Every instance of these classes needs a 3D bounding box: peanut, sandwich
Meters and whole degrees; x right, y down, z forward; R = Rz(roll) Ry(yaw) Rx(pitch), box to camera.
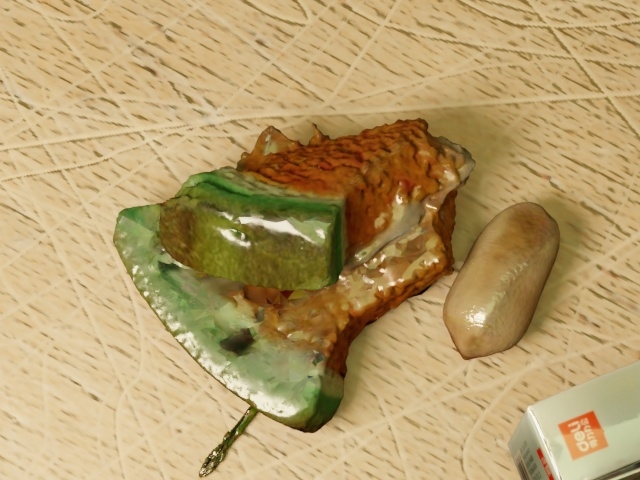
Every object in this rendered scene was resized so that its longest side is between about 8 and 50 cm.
[{"bbox_3d":[0.158,0.035,1.656,0.076,0.076,0.152,26,82,6],"label":"peanut"},{"bbox_3d":[0.000,0.000,1.617,0.301,0.162,0.250,-35,77,-8],"label":"sandwich"}]

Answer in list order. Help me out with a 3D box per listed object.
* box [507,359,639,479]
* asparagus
[{"bbox_3d":[0.232,0.158,1.528,0.135,0.269,0.079,-22,78,-2],"label":"box"},{"bbox_3d":[-0.055,0.141,1.664,0.013,0.016,0.166,42,78,-25],"label":"asparagus"}]
